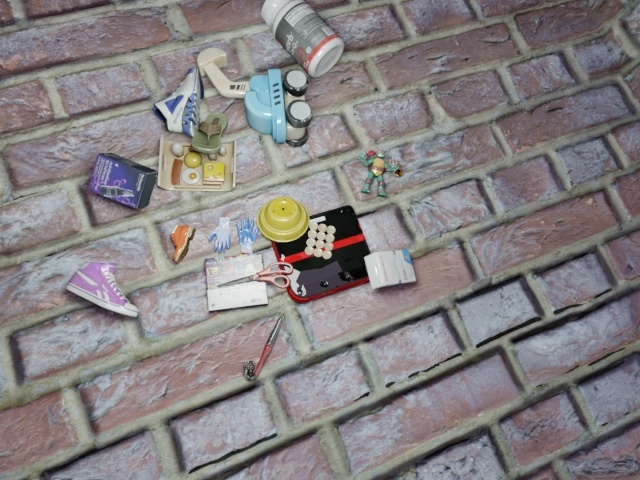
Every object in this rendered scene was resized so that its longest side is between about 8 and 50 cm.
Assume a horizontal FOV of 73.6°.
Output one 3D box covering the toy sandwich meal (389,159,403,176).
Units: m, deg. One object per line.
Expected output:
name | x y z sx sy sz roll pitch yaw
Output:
toy sandwich meal | 0.341 -0.322 1.912 0.086 0.029 0.085 31 39 -30

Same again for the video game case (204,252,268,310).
video game case | -0.334 0.163 1.697 0.232 0.042 0.210 -7 77 -10

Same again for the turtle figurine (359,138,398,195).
turtle figurine | 0.252 -0.316 1.870 0.175 0.118 0.234 9 90 8

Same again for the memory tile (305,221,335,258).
memory tile | 0.000 0.000 1.758 0.113 0.012 0.148 11 69 -4

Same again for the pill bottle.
pill bottle | -0.083 -0.934 1.921 0.210 0.210 0.363 -41 85 -16

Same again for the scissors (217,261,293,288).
scissors | -0.256 0.136 1.684 0.297 0.021 0.108 1 75 -3

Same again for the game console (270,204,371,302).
game console | 0.014 0.052 1.780 0.387 0.060 0.341 -17 73 -13

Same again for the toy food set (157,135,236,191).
toy food set | -0.503 -0.321 1.764 0.306 0.092 0.219 0 76 -8

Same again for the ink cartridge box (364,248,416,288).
ink cartridge box | 0.286 0.117 1.749 0.191 0.082 0.139 -3 75 -35

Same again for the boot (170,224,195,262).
boot | -0.563 0.010 1.695 0.085 0.059 0.157 15 66 -2

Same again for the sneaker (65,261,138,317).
sneaker | -0.784 0.171 1.597 0.282 0.102 0.161 28 71 -1

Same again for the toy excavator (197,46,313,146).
toy excavator | -0.279 -0.616 1.805 0.446 0.222 0.432 -5 77 -10

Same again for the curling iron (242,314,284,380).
curling iron | -0.217 0.412 1.657 0.068 0.035 0.274 32 74 0

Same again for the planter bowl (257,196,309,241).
planter bowl | -0.152 -0.108 1.742 0.217 0.090 0.217 2 63 -4

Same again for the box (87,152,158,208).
box | -0.766 -0.234 1.666 0.207 0.108 0.153 21 103 -2

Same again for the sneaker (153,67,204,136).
sneaker | -0.599 -0.581 1.792 0.182 0.127 0.315 2 70 -1

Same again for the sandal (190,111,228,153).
sandal | -0.454 -0.455 1.748 0.120 0.086 0.302 7 47 -6

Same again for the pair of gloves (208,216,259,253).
pair of gloves | -0.355 -0.022 1.751 0.198 0.023 0.159 4 75 -9
